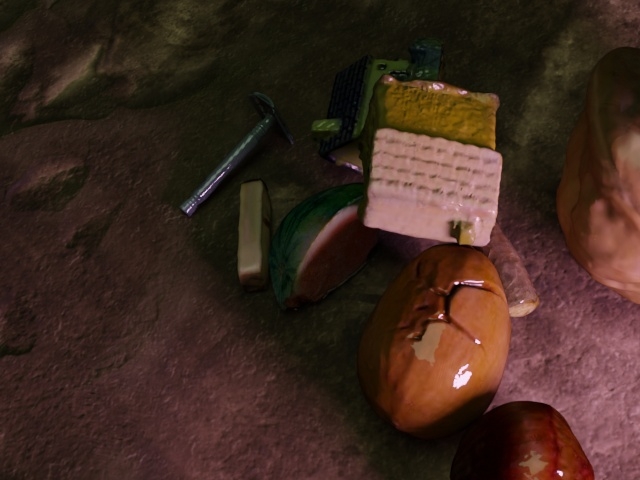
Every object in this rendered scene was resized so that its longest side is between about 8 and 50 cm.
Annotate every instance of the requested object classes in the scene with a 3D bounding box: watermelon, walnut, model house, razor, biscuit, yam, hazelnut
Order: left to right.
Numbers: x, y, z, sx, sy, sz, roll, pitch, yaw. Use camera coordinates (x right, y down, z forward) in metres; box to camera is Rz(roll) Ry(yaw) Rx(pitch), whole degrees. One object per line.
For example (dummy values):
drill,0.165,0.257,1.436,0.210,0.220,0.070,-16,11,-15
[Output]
razor,-0.148,-0.130,1.633,0.068,0.106,0.232,37,81,29
biscuit,-0.106,-0.011,1.551,0.052,0.056,0.188,-6,57,6
watermelon,-0.013,-0.019,1.507,0.231,0.128,0.146,-36,46,-21
model house,0.096,-0.224,1.590,0.211,0.170,0.194,3,60,13
model house,0.152,-0.099,1.371,0.193,0.175,0.234,10,38,-3
walnut,0.162,0.122,1.331,0.203,0.203,0.298,11,66,17
yam,0.251,-0.013,1.484,0.066,0.066,0.300,-18,55,-2
hazelnut,0.249,0.303,1.208,0.177,0.178,0.204,-7,80,5
walnut,0.504,-0.094,1.331,0.383,0.384,0.384,-5,56,7
